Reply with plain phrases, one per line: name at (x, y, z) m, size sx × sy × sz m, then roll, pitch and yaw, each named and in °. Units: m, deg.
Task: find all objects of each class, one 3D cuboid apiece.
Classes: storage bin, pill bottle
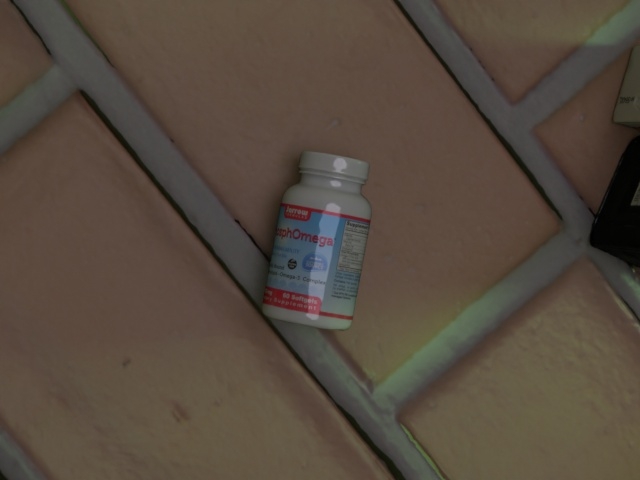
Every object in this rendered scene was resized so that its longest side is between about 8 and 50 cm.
storage bin at (0.343, -0.031, 1.587) m, size 0.084 × 0.180 × 0.122 m, roll 24°, pitch 87°, yaw -13°
pill bottle at (0.000, 0.000, 1.558) m, size 0.087 × 0.087 × 0.160 m, roll 10°, pitch 90°, yaw -13°

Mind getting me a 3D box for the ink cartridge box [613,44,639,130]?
ink cartridge box at (0.410, -0.128, 1.614) m, size 0.203 × 0.148 × 0.086 m, roll 15°, pitch 90°, yaw -13°
